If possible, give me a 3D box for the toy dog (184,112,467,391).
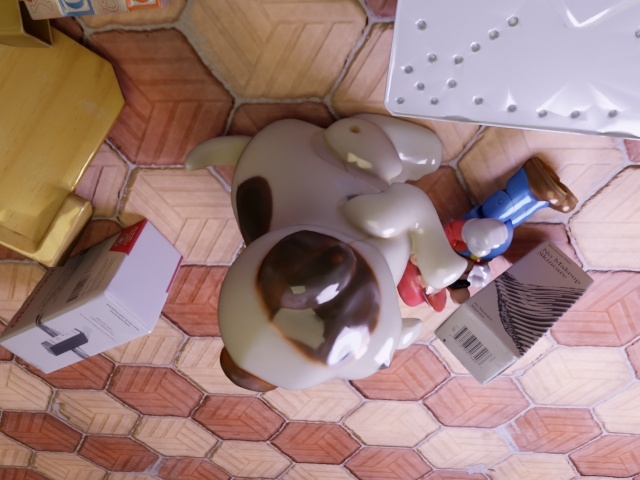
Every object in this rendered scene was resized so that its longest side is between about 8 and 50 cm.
[{"bbox_3d":[0.000,0.000,0.655,0.396,0.407,0.284,29,125,-18],"label":"toy dog"}]

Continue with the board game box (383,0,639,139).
[{"bbox_3d":[0.282,-0.294,0.507,0.390,0.050,0.389,7,134,4],"label":"board game box"}]

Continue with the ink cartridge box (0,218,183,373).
[{"bbox_3d":[-0.412,0.103,0.912,0.273,0.197,0.114,-22,124,21],"label":"ink cartridge box"}]

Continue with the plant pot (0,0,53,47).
[{"bbox_3d":[-0.404,-0.290,0.630,0.084,0.081,0.081,-6,99,-2],"label":"plant pot"}]

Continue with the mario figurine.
[{"bbox_3d":[0.263,0.024,0.808,0.198,0.170,0.320,34,122,-23],"label":"mario figurine"}]

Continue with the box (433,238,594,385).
[{"bbox_3d":[0.315,0.105,0.796,0.113,0.275,0.094,48,140,19],"label":"box"}]

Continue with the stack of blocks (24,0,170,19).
[{"bbox_3d":[-0.284,-0.416,0.548,0.171,0.087,0.297,-2,129,7],"label":"stack of blocks"}]

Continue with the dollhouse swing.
[{"bbox_3d":[-0.508,-0.170,0.788,0.347,0.304,0.315,30,167,-18],"label":"dollhouse swing"}]
